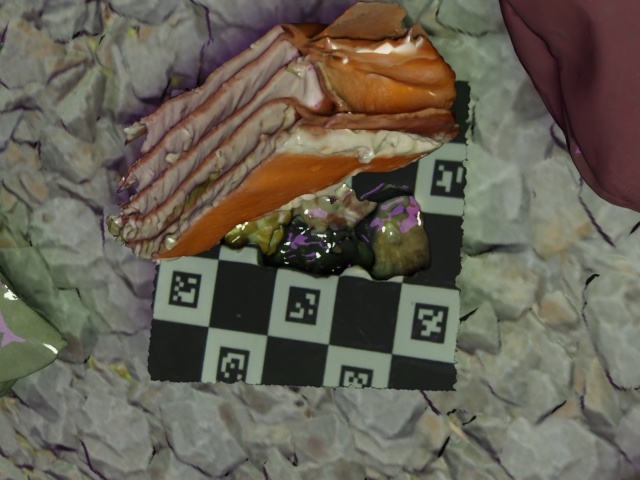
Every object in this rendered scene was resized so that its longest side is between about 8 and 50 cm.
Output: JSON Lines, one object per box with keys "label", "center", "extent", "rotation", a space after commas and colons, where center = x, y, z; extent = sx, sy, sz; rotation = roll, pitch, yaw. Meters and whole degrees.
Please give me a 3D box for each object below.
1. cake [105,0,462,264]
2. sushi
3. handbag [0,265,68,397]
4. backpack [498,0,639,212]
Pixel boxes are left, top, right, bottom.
{"label": "cake", "center": [-0.028, -0.059, 0.960], "extent": [0.287, 0.135, 0.098], "rotation": [-21, 78, 43]}
{"label": "sushi", "center": [0.000, 0.000, 1.007], "extent": [0.215, 0.050, 0.192], "rotation": [1, 84, 26]}
{"label": "handbag", "center": [-0.347, 0.060, 1.219], "extent": [0.253, 0.109, 0.316], "rotation": [55, 132, 7]}
{"label": "backpack", "center": [0.198, -0.166, 0.740], "extent": [0.283, 0.197, 0.317], "rotation": [-4, 111, 31]}
